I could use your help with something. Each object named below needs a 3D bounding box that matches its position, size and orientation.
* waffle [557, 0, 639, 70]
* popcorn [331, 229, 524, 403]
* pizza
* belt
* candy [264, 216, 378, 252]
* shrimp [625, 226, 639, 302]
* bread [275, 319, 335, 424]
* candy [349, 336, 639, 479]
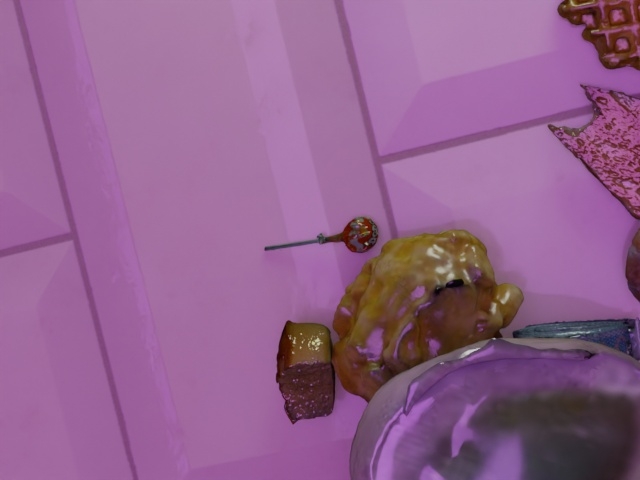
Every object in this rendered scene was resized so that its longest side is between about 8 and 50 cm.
[{"bbox_3d":[0.468,-0.373,1.795,0.291,0.051,0.291,1,97,9],"label":"waffle"},{"bbox_3d":[0.149,0.116,1.822,0.252,0.215,0.286,31,96,13],"label":"popcorn"},{"bbox_3d":[0.452,-0.128,1.825,0.262,0.034,0.181,22,100,4],"label":"pizza"},{"bbox_3d":[0.361,0.159,1.819,0.163,0.147,0.082,-4,96,38],"label":"belt"},{"bbox_3d":[0.000,0.000,1.931,0.184,0.049,0.056,-8,64,18],"label":"candy"},{"bbox_3d":[0.553,-0.030,1.785,0.168,0.077,0.317,28,108,-20],"label":"shrimp"},{"bbox_3d":[-0.022,0.186,1.904,0.086,0.125,0.156,-2,130,4],"label":"bread"},{"bbox_3d":[0.249,0.310,1.688,0.427,0.186,0.386,12,85,-7],"label":"candy"}]
